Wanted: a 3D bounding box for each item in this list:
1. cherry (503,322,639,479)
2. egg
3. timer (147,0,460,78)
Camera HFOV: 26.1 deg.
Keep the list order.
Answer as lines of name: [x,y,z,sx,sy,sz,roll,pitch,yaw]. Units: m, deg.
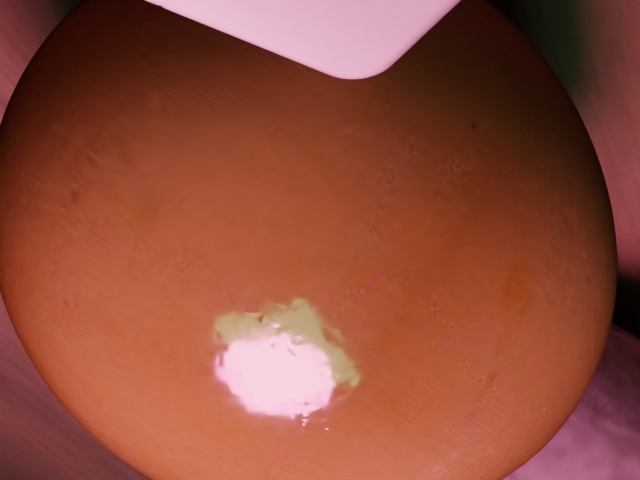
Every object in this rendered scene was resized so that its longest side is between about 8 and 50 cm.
cherry: [0.176,0.203,1.039,0.335,0.326,0.291,-6,174,19]
egg: [0.000,0.000,0.734,0.301,0.301,0.374,-16,153,24]
timer: [-0.010,-0.207,0.501,0.194,0.195,0.192,20,143,-26]
